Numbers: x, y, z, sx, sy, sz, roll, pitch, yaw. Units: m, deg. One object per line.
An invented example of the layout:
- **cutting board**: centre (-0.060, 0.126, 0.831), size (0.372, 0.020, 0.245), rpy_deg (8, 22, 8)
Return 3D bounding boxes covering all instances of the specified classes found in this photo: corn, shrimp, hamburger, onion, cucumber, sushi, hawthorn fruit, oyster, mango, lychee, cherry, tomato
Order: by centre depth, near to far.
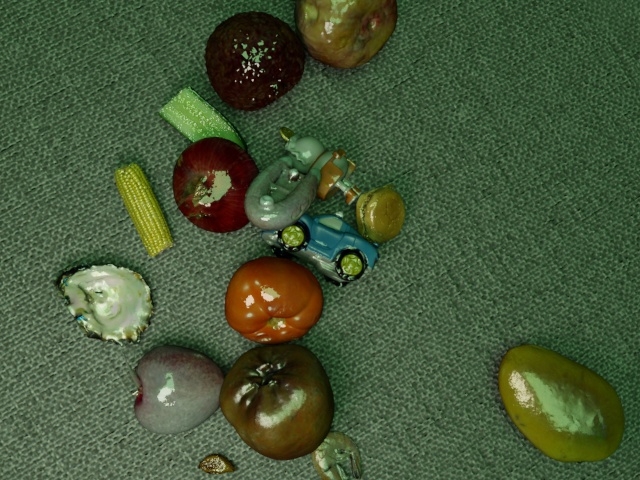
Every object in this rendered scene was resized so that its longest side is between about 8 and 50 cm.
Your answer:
- **hawthorn fruit**: centre (-0.090, 0.406, 1.578), size (0.267, 0.301, 0.268), rpy_deg (-12, 46, 13)
- **cherry**: centre (-0.358, 0.363, 1.586), size (0.266, 0.183, 0.213), rpy_deg (5, 96, -10)
- **tomato**: centre (-0.115, 0.142, 1.613), size (0.259, 0.260, 0.180), rpy_deg (-6, 54, -6)
- **lychee**: centre (-0.169, -0.454, 1.627), size (0.260, 0.260, 0.261), rpy_deg (0, 86, -6)
- **oyster**: centre (-0.549, 0.153, 1.634), size (0.259, 0.092, 0.198), rpy_deg (18, 84, -13)
- **onion**: centre (-0.262, -0.137, 1.639), size (0.248, 0.161, 0.248), rpy_deg (-1, 95, -10)
- **sushi**: centre (-0.263, 0.572, 1.653), size (0.099, 0.047, 0.050), rpy_deg (10, 73, 12)
- **corn**: centre (-0.452, -0.081, 1.660), size (0.081, 0.081, 0.248), rpy_deg (-25, 89, -7)
- **mango**: centre (0.619, 0.420, 1.685), size (0.365, 0.182, 0.253), rpy_deg (44, 84, -2)
- **shrimp**: centre (0.062, 0.601, 1.687), size (0.126, 0.047, 0.223), rpy_deg (-29, 88, -17)
- **cucumber**: centre (-0.292, -0.295, 1.697), size (0.244, 0.063, 0.115), rpy_deg (42, 107, -7)
- **hamburger**: centre (0.159, -0.070, 1.699), size (0.138, 0.083, 0.147), rpy_deg (-22, 116, -42)

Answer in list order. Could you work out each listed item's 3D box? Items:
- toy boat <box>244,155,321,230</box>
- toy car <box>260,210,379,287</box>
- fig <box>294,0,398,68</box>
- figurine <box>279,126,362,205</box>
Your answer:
- **toy boat**: centre (-0.094, -0.122, 1.555), size (0.155, 0.085, 0.227), rpy_deg (27, 56, 13)
- **toy car**: centre (0.000, 0.000, 1.650), size (0.314, 0.198, 0.166), rpy_deg (26, 75, -3)
- **fig**: centre (0.012, -0.630, 1.687), size (0.286, 0.286, 0.368), rpy_deg (-46, 66, -7)
- **figurine**: centre (-0.001, -0.203, 1.689), size (0.143, 0.143, 0.271), rpy_deg (-34, 92, -7)
